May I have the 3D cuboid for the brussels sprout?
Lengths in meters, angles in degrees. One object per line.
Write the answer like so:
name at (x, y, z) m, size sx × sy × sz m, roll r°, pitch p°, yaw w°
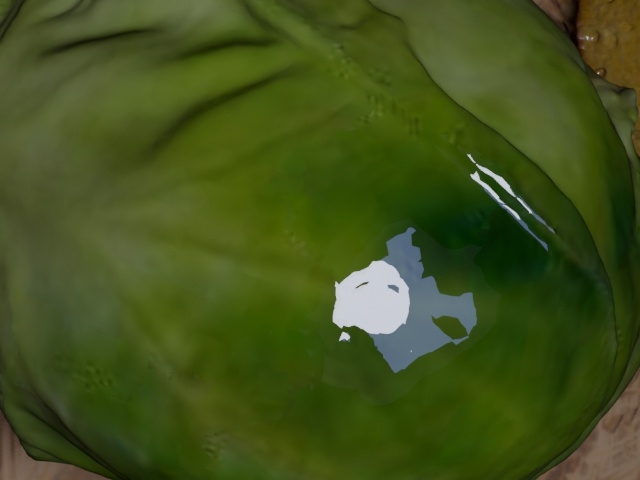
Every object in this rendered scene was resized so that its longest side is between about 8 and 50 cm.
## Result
brussels sprout at (0.009, -0.003, 1.027) m, size 0.425 × 0.361 × 0.342 m, roll -7°, pitch 109°, yaw -27°

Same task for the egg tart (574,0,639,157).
egg tart at (0.297, -0.155, 1.254) m, size 0.215 × 0.171 × 0.215 m, roll 4°, pitch 83°, yaw -37°
